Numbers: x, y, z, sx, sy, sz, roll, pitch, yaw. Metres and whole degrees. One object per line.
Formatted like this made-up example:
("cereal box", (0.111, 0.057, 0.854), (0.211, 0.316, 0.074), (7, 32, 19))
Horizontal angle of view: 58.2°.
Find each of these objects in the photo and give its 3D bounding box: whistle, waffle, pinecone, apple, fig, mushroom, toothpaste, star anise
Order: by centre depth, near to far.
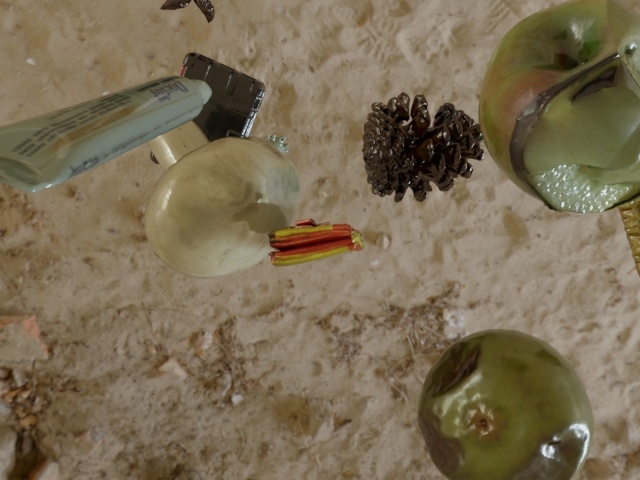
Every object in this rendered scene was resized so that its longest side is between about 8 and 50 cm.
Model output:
("toothpaste", (-0.135, -0.080, 0.381), (0.067, 0.255, 0.037), (16, 116, 8))
("apple", (0.263, -0.132, 0.592), (0.188, 0.174, 0.207), (41, 75, -42))
("fig", (0.271, 0.245, 0.835), (0.239, 0.271, 0.239), (-1, 87, 28))
("waffle", (0.474, -0.010, 0.838), (0.046, 0.160, 0.192), (-19, 113, 35))
("mushroom", (-0.216, -0.100, 1.083), (0.314, 0.336, 0.314), (-35, 157, -17))
("star anise", (-0.251, -0.537, 1.251), (0.140, 0.144, 0.158), (-20, 139, -46))
("pinecone", (0.227, -0.210, 1.271), (0.292, 0.246, 0.246), (-10, 121, -24))
("whistle", (-0.205, -0.259, 1.853), (0.253, 0.106, 0.102), (-38, 105, 23))

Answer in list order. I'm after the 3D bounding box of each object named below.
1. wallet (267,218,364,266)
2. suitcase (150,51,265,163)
("wallet", (0.000, 0.000, 0.983), (0.141, 0.241, 0.067), (-9, 89, 6))
("suitcase", (-0.273, -0.285, 1.393), (0.206, 0.066, 0.285), (24, 104, -3))
